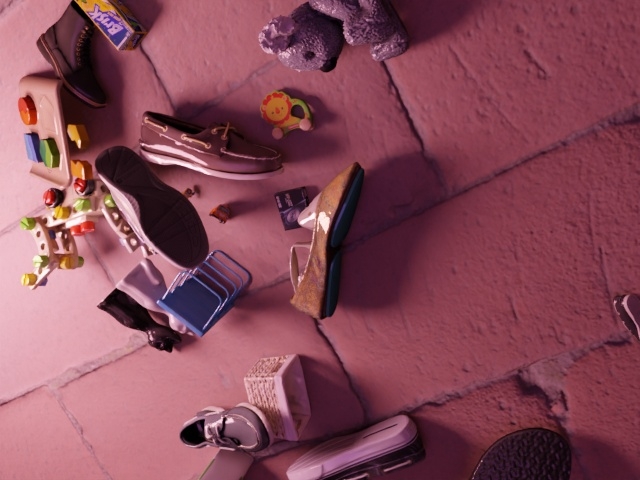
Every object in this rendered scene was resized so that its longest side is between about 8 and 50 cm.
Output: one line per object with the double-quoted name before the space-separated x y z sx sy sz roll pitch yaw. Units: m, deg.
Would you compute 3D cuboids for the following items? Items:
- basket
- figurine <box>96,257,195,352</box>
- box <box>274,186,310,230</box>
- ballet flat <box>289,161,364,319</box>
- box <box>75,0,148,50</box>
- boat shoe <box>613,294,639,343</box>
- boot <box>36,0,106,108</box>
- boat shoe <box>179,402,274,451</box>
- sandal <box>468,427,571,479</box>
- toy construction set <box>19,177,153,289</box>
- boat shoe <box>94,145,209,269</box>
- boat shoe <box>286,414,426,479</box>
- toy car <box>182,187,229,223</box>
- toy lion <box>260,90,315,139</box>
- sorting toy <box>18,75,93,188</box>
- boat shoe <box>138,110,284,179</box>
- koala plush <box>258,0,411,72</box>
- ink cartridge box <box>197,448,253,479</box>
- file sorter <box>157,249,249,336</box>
"basket" -0.098 0.359 1.320 0.103 0.113 0.167 -7 105 20
"figurine" -0.383 0.163 1.334 0.209 0.092 0.215 45 135 -10
"box" -0.055 -0.067 1.220 0.067 0.018 0.083 -11 104 18
"ballet flat" 0.000 0.000 1.177 0.123 0.123 0.348 15 113 11
"box" -0.439 -0.473 1.181 0.059 0.054 0.169 -39 93 24
"boat shoe" 0.599 0.156 1.094 0.046 0.038 0.125 -40 101 -18
"boot" -0.499 -0.392 1.211 0.137 0.077 0.198 -38 95 25
"boat shoe" -0.221 0.443 1.316 0.320 0.099 0.116 -17 93 50
"sandal" 0.366 0.580 1.235 0.168 0.107 0.445 33 94 10
"toy construction set" -0.536 -0.022 1.303 0.328 0.151 0.214 -12 79 11
"boat shoe" -0.348 -0.060 1.199 0.320 0.118 0.103 44 156 12
"boat shoe" 0.081 0.514 1.312 0.335 0.121 0.119 -26 94 20
"toy car" -0.249 -0.082 1.254 0.122 0.060 0.040 33 81 -3
"toy lion" -0.070 -0.257 1.160 0.100 0.034 0.095 -13 95 19
"sorting toy" -0.579 -0.229 1.232 0.307 0.041 0.228 19 113 42
"boat shoe" -0.227 -0.197 1.180 0.325 0.116 0.096 13 113 18
"koala plush" 0.010 -0.383 1.020 0.221 0.196 0.203 -28 86 23
"ink cartridge box" -0.272 0.642 1.434 0.093 0.160 0.219 31 112 6
"file sorter" -0.245 0.106 1.250 0.118 0.170 0.104 37 111 2
